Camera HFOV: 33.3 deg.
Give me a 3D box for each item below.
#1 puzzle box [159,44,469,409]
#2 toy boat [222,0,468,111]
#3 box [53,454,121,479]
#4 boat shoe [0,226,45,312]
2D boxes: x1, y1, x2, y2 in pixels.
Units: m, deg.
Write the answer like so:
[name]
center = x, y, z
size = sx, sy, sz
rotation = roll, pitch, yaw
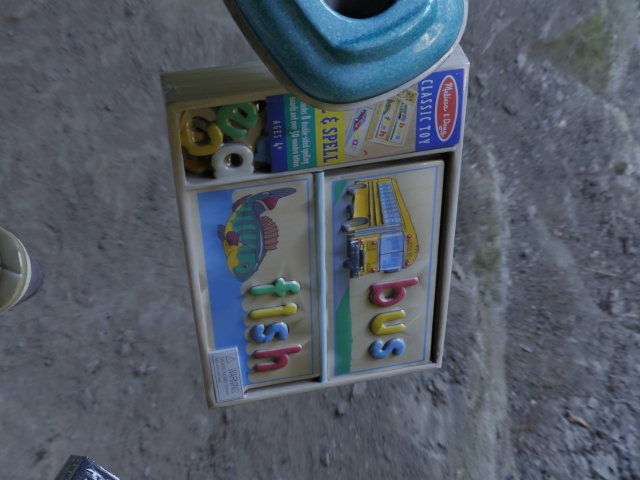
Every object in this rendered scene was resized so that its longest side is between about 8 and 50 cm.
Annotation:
[puzzle box]
center = 0.000, 0.000, 1.060
size = 0.272, 0.052, 0.409
rotation = -10, 133, -8
[toy boat]
center = 0.063, -0.261, 0.786
size = 0.318, 0.148, 0.268
rotation = -31, 105, -5
[box]
center = -0.321, 0.331, 1.462
size = 0.062, 0.083, 0.052
rotation = 40, 65, -17
[boat shoe]
center = -0.283, 0.031, 0.671
size = 0.223, 0.073, 0.080
rotation = -4, 76, 6
